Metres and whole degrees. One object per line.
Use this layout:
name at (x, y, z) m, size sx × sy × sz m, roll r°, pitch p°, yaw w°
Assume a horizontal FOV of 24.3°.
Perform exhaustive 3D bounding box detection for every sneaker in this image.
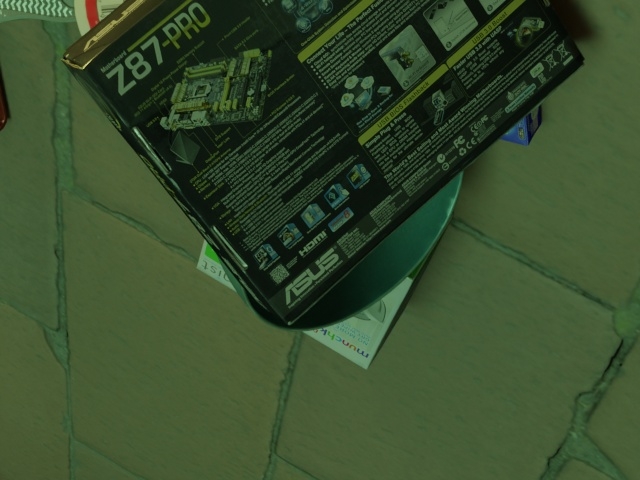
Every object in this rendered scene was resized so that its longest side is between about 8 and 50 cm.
sneaker at (-0.347, -0.323, 1.778) m, size 0.256 × 0.151 × 0.094 m, roll -9°, pitch 123°, yaw 4°

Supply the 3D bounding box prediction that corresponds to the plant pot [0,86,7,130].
plant pot at (-0.617, -0.226, 2.000) m, size 0.236 × 0.267 × 0.267 m, roll 34°, pitch 149°, yaw 22°

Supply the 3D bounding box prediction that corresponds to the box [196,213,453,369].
box at (0.000, 0.000, 1.837) m, size 0.262 × 0.126 × 0.231 m, roll 31°, pitch 145°, yaw 5°

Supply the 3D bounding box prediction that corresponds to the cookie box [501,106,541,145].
cookie box at (0.174, -0.155, 1.557) m, size 0.107 × 0.040 × 0.092 m, roll 17°, pitch 143°, yaw 26°

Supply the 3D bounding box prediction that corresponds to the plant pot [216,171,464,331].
plant pot at (-0.018, -0.075, 1.603) m, size 0.195 × 0.290 × 0.290 m, roll 44°, pitch 156°, yaw 36°

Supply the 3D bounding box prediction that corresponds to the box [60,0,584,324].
box at (0.013, -0.166, 1.370) m, size 0.318 × 0.395 × 0.097 m, roll 52°, pitch 171°, yaw -26°

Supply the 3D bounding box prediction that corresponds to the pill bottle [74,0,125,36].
pill bottle at (-0.091, -0.256, 1.544) m, size 0.319 × 0.176 × 0.176 m, roll 3°, pitch 135°, yaw 40°
